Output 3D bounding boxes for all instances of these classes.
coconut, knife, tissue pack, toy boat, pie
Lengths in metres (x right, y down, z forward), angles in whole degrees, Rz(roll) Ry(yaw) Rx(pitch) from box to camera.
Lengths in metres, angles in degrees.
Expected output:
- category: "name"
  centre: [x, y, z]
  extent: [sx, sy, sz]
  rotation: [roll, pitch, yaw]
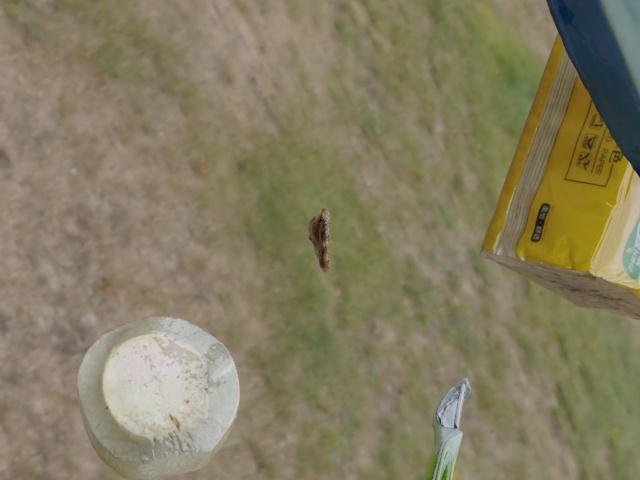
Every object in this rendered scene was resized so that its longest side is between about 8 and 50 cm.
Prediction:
- category: "coconut"
  centre: [-0.218, 0.219, 1.876]
  extent: [0.241, 0.241, 0.241]
  rotation: [43, 34, -39]
- category: "knife"
  centre: [0.078, 0.139, 0.884]
  extent: [0.022, 0.026, 0.184]
  rotation: [42, 26, -7]
- category: "tissue pack"
  centre: [0.420, -0.101, 1.879]
  extent: [0.293, 0.228, 0.382]
  rotation: [26, 82, -47]
- category: "toy boat"
  centre: [0.188, -0.061, 0.657]
  extent: [0.299, 0.062, 0.096]
  rotation: [45, 60, -34]
- category: "pie"
  centre: [0.000, 0.002, 1.990]
  extent: [0.191, 0.033, 0.088]
  rotation: [-83, 168, -86]
